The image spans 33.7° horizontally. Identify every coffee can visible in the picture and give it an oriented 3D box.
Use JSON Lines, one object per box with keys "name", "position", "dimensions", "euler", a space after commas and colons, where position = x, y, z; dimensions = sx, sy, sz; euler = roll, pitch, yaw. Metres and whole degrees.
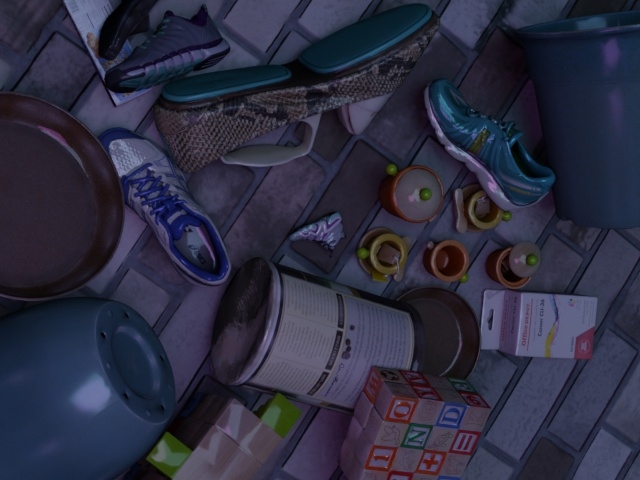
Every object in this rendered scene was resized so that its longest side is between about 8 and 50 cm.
{"name": "coffee can", "position": [-0.004, 0.159, 1.653], "dimensions": [0.275, 0.201, 0.201], "euler": [19, 86, -27]}

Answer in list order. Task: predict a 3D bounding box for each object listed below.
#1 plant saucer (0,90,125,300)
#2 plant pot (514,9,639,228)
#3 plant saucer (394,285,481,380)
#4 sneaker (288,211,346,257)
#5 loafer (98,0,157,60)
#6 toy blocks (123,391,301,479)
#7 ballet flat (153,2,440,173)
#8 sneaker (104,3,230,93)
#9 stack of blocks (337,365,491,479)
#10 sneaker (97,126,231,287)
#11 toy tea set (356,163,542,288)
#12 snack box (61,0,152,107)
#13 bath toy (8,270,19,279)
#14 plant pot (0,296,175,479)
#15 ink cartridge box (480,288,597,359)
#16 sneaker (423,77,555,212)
{"name": "plant saucer", "position": [-0.429, -0.060, 1.502], "dimensions": [0.311, 0.050, 0.310], "euler": [14, 66, -33]}
{"name": "plant pot", "position": [0.513, -0.209, 1.787], "dimensions": [0.341, 0.341, 0.334], "euler": [-11, 104, -19]}
{"name": "plant saucer", "position": [0.182, 0.175, 1.825], "dimensions": [0.199, 0.036, 0.198], "euler": [-1, 92, -19]}
{"name": "sneaker", "position": [0.000, 0.000, 1.752], "dimensions": [0.098, 0.038, 0.069], "euler": [-23, 99, -16]}
{"name": "loafer", "position": [-0.284, -0.338, 1.609], "dimensions": [0.061, 0.062, 0.170], "euler": [37, 63, -33]}
{"name": "toy blocks", "position": [-0.220, 0.372, 1.589], "dimensions": [0.191, 0.261, 0.381], "euler": [42, 72, -14]}
{"name": "ballet flat", "position": [-0.025, -0.227, 1.690], "dimensions": [0.483, 0.164, 0.182], "euler": [-21, 121, -13]}
{"name": "sneaker", "position": [-0.249, -0.296, 1.622], "dimensions": [0.224, 0.083, 0.098], "euler": [-26, 90, -39]}
{"name": "stack of blocks", "position": [0.120, 0.350, 1.620], "dimensions": [0.171, 0.087, 0.297], "euler": [10, 110, -24]}
{"name": "sneaker", "position": [-0.230, -0.055, 1.621], "dimensions": [0.112, 0.131, 0.296], "euler": [-42, 103, -11]}
{"name": "toy tea set", "position": [0.233, -0.014, 1.787], "dimensions": [0.336, 0.124, 0.200], "euler": [8, 90, -19]}
{"name": "snack box", "position": [-0.328, -0.300, 1.631], "dimensions": [0.064, 0.022, 0.178], "euler": [-29, 101, -18]}
{"name": "bath toy", "position": [-0.542, -0.035, 1.515], "dimensions": [0.348, 0.129, 0.151], "euler": [41, 113, -16]}
{"name": "plant pot", "position": [-0.347, 0.211, 1.463], "dimensions": [0.235, 0.293, 0.293], "euler": [-27, 103, 17]}
{"name": "ink cartridge box", "position": [0.386, 0.148, 1.879], "dimensions": [0.198, 0.067, 0.115], "euler": [4, 92, -19]}
{"name": "sneaker", "position": [0.287, -0.175, 1.786], "dimensions": [0.275, 0.110, 0.107], "euler": [46, 46, -6]}
